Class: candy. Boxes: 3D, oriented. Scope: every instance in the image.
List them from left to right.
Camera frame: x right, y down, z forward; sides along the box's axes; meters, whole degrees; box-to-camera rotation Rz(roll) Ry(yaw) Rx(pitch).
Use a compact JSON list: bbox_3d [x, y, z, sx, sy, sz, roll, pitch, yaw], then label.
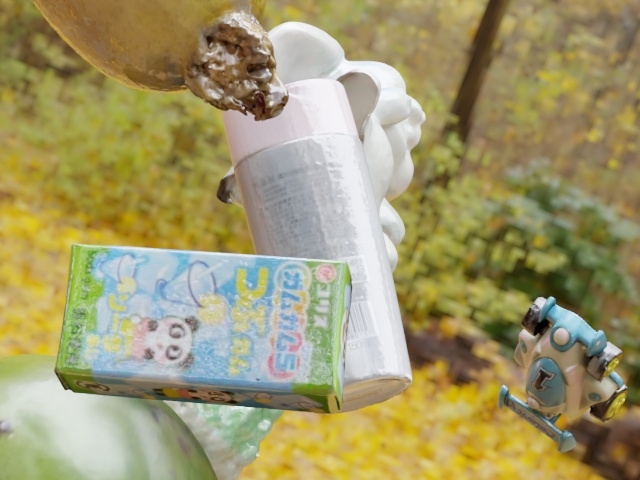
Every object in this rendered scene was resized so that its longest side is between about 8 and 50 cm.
[{"bbox_3d":[-0.079,0.059,1.236,0.194,0.097,0.062,4,-21,6],"label":"candy"}]

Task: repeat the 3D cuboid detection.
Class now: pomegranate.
[{"bbox_3d":[-0.211,0.263,1.492,0.216,0.358,0.310,-13,-38,38],"label":"pomegranate"}]

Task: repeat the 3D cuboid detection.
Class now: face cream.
[{"bbox_3d":[0.000,0.000,1.449,0.107,0.269,0.073,-13,-22,-5],"label":"face cream"}]

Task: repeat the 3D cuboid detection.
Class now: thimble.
[{"bbox_3d":[-0.134,0.177,1.758,0.150,0.219,0.219,38,3,-2],"label":"thimble"}]

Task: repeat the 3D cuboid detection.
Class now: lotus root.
[{"bbox_3d":[-0.138,-0.218,1.314,0.342,0.169,0.151,55,4,22],"label":"lotus root"}]

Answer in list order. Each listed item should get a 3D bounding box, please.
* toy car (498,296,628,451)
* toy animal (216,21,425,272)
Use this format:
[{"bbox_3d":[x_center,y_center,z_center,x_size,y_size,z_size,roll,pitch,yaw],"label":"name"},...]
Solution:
[{"bbox_3d":[0.246,0.139,1.875,0.126,0.098,0.161,35,-17,21],"label":"toy car"},{"bbox_3d":[0.003,-0.075,1.775,0.174,0.249,0.289,1,-5,11],"label":"toy animal"}]
